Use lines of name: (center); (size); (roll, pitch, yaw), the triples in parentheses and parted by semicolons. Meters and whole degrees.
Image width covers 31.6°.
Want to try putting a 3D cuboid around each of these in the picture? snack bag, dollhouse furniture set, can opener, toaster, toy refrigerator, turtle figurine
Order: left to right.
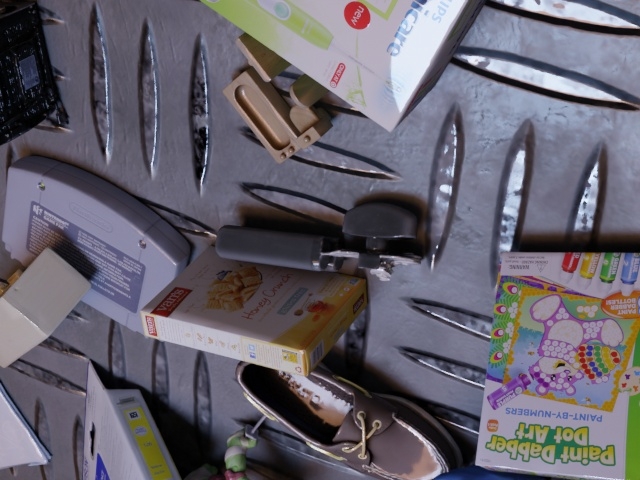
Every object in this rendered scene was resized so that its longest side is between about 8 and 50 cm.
snack bag: (-0.672, 0.290, 2.027); (0.323, 0.037, 0.342); (-18, 109, 38)
toaster: (-0.440, -0.210, 1.475); (0.110, 0.168, 0.185); (11, 123, 29)
toy refrigerator: (-0.438, 0.100, 1.659); (0.094, 0.102, 0.269); (42, 150, -11)
dollhouse furniture set: (-0.063, -0.160, 1.301); (0.151, 0.123, 0.144); (-32, 100, 41)
turtle figurine: (-0.077, 0.377, 1.675); (0.198, 0.274, 0.266); (33, 156, -20)
can opener: (0.000, 0.000, 1.415); (0.281, 0.074, 0.093); (2, 85, 29)

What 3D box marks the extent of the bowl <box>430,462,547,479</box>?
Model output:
bowl: (0.260, 0.431, 1.308); (0.391, 0.077, 0.391); (45, 151, 34)

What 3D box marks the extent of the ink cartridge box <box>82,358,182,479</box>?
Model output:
ink cartridge box: (-0.302, 0.392, 1.794); (0.307, 0.072, 0.303); (-122, 34, -43)

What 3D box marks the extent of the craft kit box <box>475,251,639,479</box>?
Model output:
craft kit box: (0.302, 0.135, 1.210); (0.250, 0.061, 0.246); (-1, 75, 32)

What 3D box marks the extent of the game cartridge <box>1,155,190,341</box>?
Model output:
game cartridge: (-0.323, 0.004, 1.616); (0.294, 0.060, 0.196); (29, 134, 12)

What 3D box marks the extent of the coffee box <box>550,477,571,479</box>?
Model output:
coffee box: (0.431, 0.344, 1.325); (0.297, 0.119, 0.168); (-9, 113, 35)

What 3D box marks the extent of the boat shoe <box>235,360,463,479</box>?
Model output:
boat shoe: (0.034, 0.239, 1.500); (0.324, 0.097, 0.116); (31, 102, 13)

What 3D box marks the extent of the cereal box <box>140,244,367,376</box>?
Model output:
cereal box: (-0.083, 0.084, 1.440); (0.240, 0.173, 0.047); (11, 124, 25)

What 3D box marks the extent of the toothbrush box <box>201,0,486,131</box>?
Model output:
toothbrush box: (0.024, -0.285, 1.169); (0.283, 0.122, 0.206); (35, 132, 5)
